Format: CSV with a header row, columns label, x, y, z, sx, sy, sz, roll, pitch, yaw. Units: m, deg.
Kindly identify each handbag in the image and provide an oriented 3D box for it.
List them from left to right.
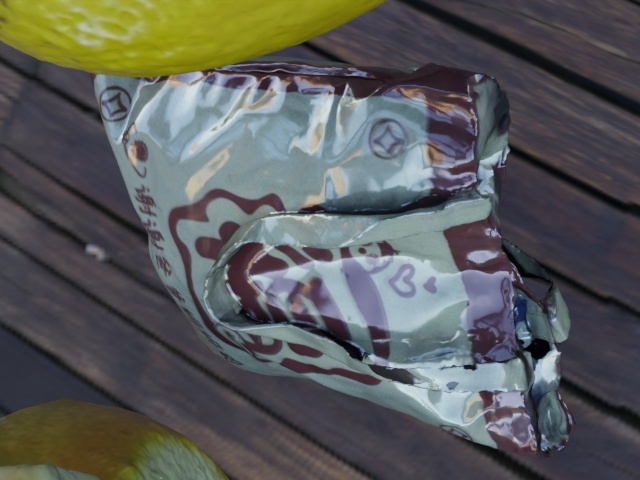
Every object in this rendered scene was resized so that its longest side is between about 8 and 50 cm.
label,x,y,z,sx,sy,sz,roll,pitch,yaw
handbag,0.000,0.000,0.817,0.235,0.127,0.213,13,132,41

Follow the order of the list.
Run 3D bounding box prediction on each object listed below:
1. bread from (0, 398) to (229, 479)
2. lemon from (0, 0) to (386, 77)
label,x,y,z,sx,sy,sz,roll,pitch,yaw
bread,-0.163,0.236,0.966,0.239,0.395,0.264,-35,78,6
lemon,-0.045,-0.190,0.626,0.284,0.260,0.261,-6,86,14
